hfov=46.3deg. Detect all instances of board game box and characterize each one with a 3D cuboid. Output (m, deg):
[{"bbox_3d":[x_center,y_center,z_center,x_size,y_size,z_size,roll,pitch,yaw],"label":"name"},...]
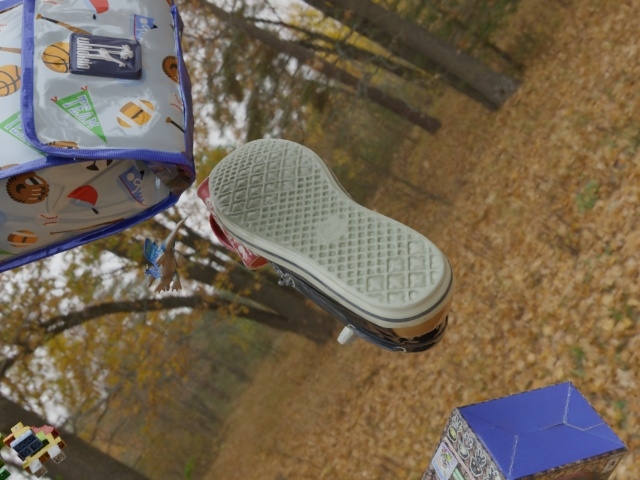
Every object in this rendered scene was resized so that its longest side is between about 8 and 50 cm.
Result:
[{"bbox_3d":[0.296,0.387,1.177,0.141,0.232,0.291,-123,36,-44],"label":"board game box"}]

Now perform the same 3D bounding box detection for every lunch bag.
[{"bbox_3d":[-0.363,-0.171,1.020,0.239,0.385,0.328,60,-163,-61],"label":"lunch bag"}]

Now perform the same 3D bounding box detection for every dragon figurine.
[{"bbox_3d":[-0.404,0.037,1.926,0.144,0.085,0.289,53,142,45],"label":"dragon figurine"}]

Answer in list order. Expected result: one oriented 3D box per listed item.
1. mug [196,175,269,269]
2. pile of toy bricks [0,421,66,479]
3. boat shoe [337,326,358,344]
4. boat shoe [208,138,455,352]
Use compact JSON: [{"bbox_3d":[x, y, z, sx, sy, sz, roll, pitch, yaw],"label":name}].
[{"bbox_3d":[-0.133,-0.036,1.355,0.113,0.169,0.150,-29,-14,-14],"label":"mug"},{"bbox_3d":[-0.480,0.313,1.045,0.212,0.105,0.118,-37,-46,-18],"label":"pile of toy bricks"},{"bbox_3d":[0.139,0.185,1.783,0.227,0.081,0.079,-40,-1,-26],"label":"boat shoe"},{"bbox_3d":[0.000,0.000,1.092,0.187,0.500,0.156,-41,-42,-16],"label":"boat shoe"}]
